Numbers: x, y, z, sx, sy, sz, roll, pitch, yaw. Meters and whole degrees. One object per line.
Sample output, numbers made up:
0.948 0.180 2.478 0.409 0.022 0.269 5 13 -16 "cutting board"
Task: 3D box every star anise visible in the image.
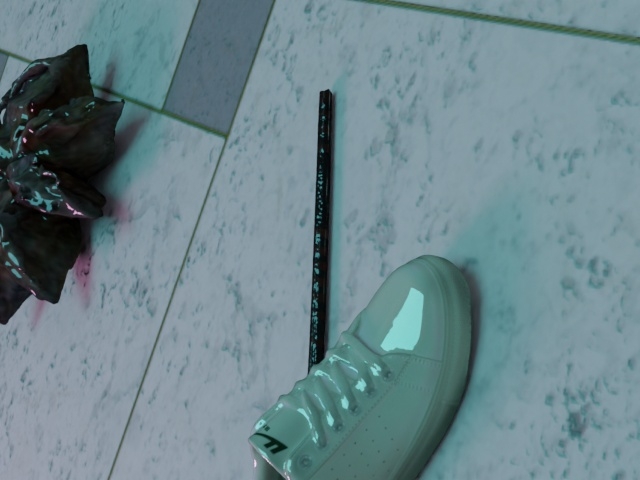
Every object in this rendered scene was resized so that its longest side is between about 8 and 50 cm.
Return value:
-0.326 -0.067 1.358 0.332 0.118 0.331 -34 45 44 "star anise"

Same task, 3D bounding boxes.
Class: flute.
0.000 0.000 0.978 0.014 0.014 0.269 -22 60 48 "flute"

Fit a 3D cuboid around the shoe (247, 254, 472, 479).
0.012 0.129 0.830 0.095 0.110 0.265 32 105 55 "shoe"
